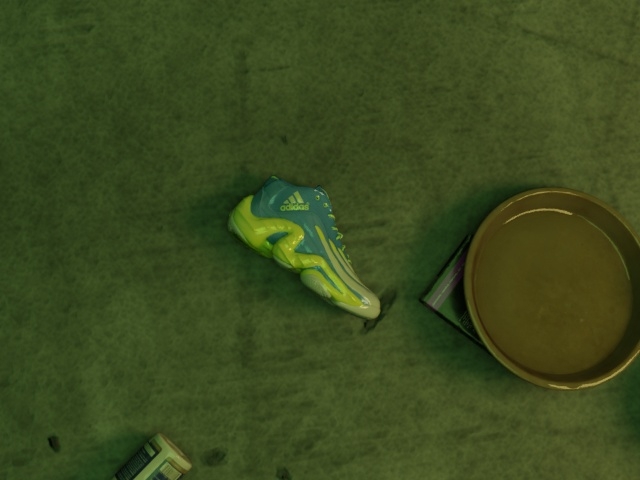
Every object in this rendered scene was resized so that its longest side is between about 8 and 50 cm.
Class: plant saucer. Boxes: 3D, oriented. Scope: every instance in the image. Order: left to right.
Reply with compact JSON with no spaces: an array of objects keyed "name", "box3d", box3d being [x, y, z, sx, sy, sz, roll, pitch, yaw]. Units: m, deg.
[{"name":"plant saucer","box3d":[0.319,0.065,1.711,0.277,0.041,0.278,3,76,-13]}]

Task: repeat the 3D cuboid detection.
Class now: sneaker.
[{"name":"sneaker","box3d":[0.000,0.000,1.689,0.240,0.091,0.126,35,85,-1]}]

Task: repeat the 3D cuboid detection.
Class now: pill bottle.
[{"name":"pill bottle","box3d":[-0.233,0.317,1.669,0.067,0.067,0.120,45,85,-1]}]

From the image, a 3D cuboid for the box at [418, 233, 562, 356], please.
[{"name":"box","box3d":[0.233,0.085,1.734,0.162,0.029,0.116,38,84,-1]}]
